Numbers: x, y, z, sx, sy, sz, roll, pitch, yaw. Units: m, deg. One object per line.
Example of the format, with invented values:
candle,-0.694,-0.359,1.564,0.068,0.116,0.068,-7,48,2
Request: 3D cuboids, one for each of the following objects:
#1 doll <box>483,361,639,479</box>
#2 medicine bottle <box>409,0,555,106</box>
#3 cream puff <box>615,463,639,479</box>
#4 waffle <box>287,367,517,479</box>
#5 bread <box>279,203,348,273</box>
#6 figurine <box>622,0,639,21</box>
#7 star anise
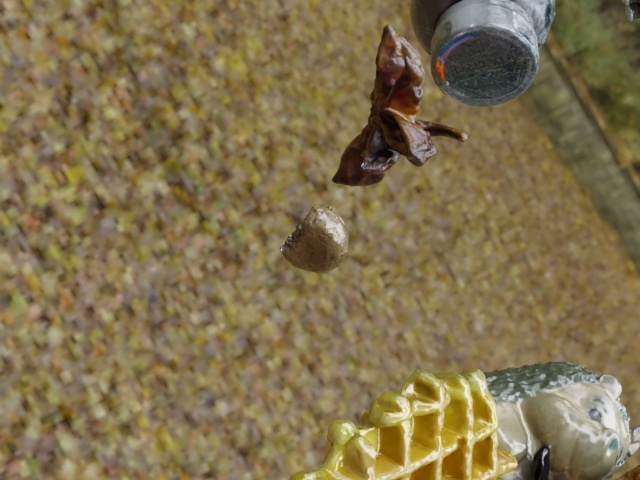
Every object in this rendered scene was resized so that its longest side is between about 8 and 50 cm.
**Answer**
doll,0.247,0.281,1.788,0.247,0.349,0.247,56,-20,32
medicine bottle,0.159,-0.266,1.363,0.141,0.141,0.293,48,33,-39
cream puff,0.425,0.349,1.648,0.164,0.240,0.240,51,18,-4
waffle,0.067,0.244,1.139,0.065,0.309,0.283,21,-23,41
bread,0.000,0.000,1.878,0.082,0.113,0.060,37,49,-8
figurine,0.376,-0.256,1.281,0.147,0.192,0.126,61,15,-49
star anise,0.089,-0.145,1.667,0.111,0.196,0.212,15,51,-29
